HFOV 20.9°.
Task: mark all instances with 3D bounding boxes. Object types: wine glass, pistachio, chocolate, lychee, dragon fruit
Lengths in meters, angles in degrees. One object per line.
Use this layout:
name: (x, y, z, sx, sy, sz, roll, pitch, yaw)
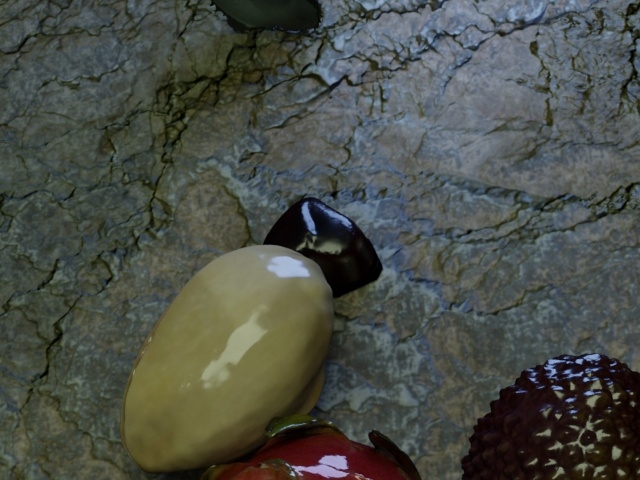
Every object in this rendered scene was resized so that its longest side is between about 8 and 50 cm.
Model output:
wine glass: (-0.029, -0.464, 2.387, 0.190, 0.190, 0.357, 13, 69, 18)
pistachio: (-0.109, 0.147, 2.042, 0.318, 0.193, 0.214, -44, 102, -16)
chocolate: (0.000, 0.000, 2.176, 0.149, 0.080, 0.125, -2, 61, 12)
lychee: (0.275, 0.253, 1.898, 0.271, 0.271, 0.271, -5, 60, 9)
dragon fruit: (-0.011, 0.332, 1.909, 0.305, 0.226, 0.305, -6, 59, 11)
